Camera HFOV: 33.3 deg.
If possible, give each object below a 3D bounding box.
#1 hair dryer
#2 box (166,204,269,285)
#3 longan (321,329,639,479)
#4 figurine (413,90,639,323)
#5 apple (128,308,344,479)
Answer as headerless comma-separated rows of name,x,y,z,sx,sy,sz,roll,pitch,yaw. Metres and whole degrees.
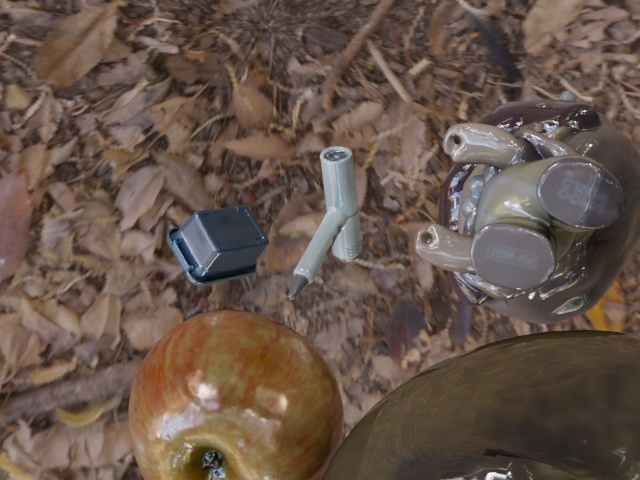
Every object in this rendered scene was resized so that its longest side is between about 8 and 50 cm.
hair dryer,-0.002,-0.005,1.303,0.044,0.183,0.155,9,128,24
box,-0.107,0.001,1.160,0.054,0.099,0.074,-45,68,38
longan,0.149,0.200,0.629,0.319,0.319,0.319,-1,101,-3
figurine,0.204,-0.027,0.998,0.203,0.380,0.248,20,97,10
apple,-0.056,0.121,0.711,0.146,0.131,0.146,3,107,10
